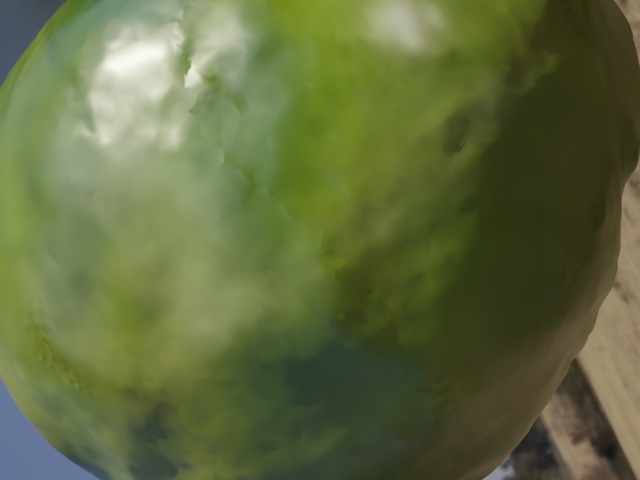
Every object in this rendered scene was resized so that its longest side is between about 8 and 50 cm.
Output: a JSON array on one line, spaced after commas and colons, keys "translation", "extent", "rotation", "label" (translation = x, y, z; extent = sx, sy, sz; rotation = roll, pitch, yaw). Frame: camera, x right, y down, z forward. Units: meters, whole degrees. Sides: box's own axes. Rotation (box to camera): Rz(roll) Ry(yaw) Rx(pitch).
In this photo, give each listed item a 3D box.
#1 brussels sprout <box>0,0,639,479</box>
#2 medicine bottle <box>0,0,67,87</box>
[{"translation": [0.000, 0.000, 0.482], "extent": [0.268, 0.344, 0.344], "rotation": [55, -178, 25], "label": "brussels sprout"}, {"translation": [-0.183, -0.144, 0.571], "extent": [0.130, 0.341, 0.130], "rotation": [18, -127, -25], "label": "medicine bottle"}]
